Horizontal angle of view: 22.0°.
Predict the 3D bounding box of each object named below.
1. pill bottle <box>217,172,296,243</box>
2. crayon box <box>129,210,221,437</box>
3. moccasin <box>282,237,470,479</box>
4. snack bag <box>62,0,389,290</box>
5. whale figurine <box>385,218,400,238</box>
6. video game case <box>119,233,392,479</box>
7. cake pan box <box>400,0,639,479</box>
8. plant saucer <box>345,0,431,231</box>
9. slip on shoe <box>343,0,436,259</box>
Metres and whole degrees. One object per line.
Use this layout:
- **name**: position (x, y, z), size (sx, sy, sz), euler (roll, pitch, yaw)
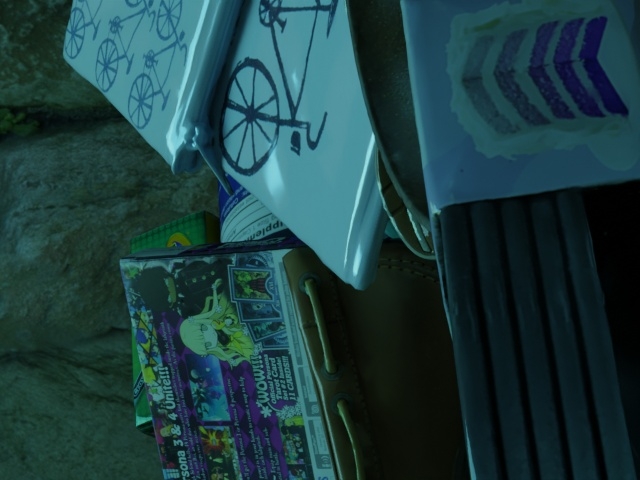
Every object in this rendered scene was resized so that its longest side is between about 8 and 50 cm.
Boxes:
- **pill bottle**: position (0.000, 0.000, 1.252), size (0.153, 0.153, 0.265), euler (92, 174, -55)
- **crayon box**: position (-0.039, 0.104, 1.368), size (0.278, 0.081, 0.165), euler (30, -133, -49)
- **moccasin**: position (0.028, 0.189, 0.966), size (0.139, 0.146, 0.380), euler (168, 100, -86)
- **snack bag**: position (-0.034, -0.176, 0.861), size (0.342, 0.037, 0.323), euler (43, 127, 44)
- **whale figurine**: position (0.009, -0.094, 1.029), size (0.272, 0.141, 0.216), euler (-51, -58, -86)
- **video game case**: position (-0.022, 0.112, 1.116), size (0.042, 0.210, 0.232), euler (-27, -72, -58)
- **cake pan box**: position (0.077, 0.096, 0.442), size (0.267, 0.070, 0.246), euler (73, -171, -59)
- **plant saucer**: position (0.060, -0.156, 0.565), size (0.310, 0.050, 0.311), euler (179, 90, -77)
- **slip on shoe**: position (0.046, -0.057, 0.713), size (0.041, 0.051, 0.135), euler (7, -118, -58)
